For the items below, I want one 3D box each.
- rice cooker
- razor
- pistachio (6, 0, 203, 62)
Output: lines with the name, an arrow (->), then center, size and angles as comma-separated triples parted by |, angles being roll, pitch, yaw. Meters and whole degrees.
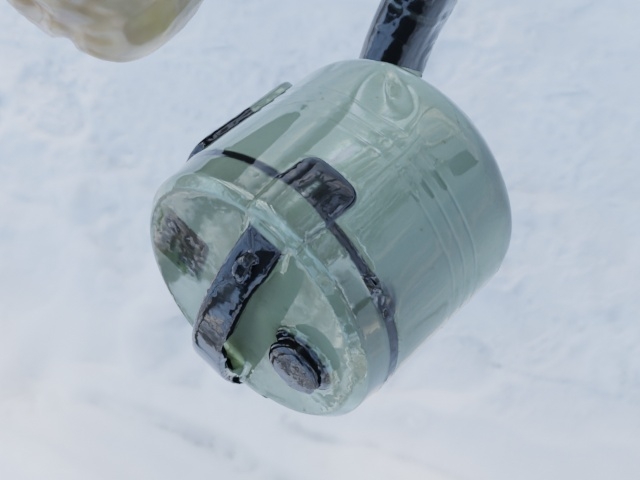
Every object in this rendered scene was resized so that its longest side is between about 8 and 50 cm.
rice cooker -> 0.000, 0.000, 0.977 | 0.226, 0.244, 0.226 | 30, 145, 24
razor -> 0.067, -0.159, 1.114 | 0.054, 0.090, 0.148 | 29, 116, 15
pistachio -> -0.141, -0.228, 0.969 | 0.157, 0.229, 0.157 | 17, 138, 16
